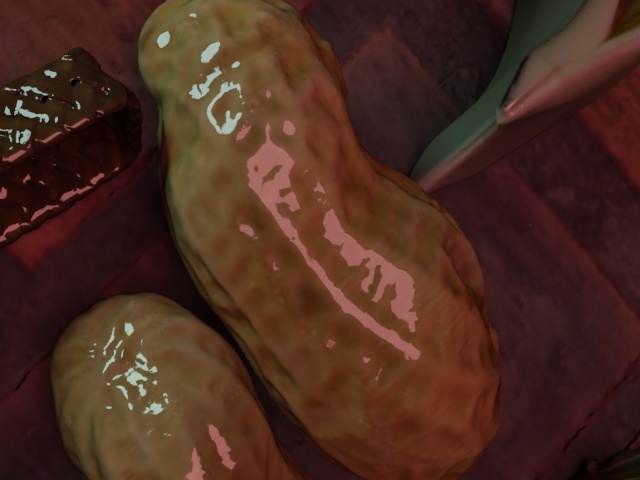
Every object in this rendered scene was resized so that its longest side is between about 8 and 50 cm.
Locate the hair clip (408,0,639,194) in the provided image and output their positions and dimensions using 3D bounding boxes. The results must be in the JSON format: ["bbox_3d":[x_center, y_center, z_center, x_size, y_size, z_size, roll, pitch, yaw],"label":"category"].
[{"bbox_3d":[0.164,-0.148,0.779,0.113,0.172,0.282,23,70,-9],"label":"hair clip"}]

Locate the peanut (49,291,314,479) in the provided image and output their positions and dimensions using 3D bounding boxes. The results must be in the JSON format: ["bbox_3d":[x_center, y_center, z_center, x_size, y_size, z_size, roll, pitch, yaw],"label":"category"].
[{"bbox_3d":[-0.050,0.150,0.709,0.111,0.125,0.274,-39,99,-7],"label":"peanut"}]

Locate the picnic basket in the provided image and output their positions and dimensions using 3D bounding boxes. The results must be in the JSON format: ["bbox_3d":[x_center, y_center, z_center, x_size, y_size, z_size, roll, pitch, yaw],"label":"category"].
[{"bbox_3d":[-0.189,-0.032,0.680,0.193,0.110,0.055,-31,78,-16],"label":"picnic basket"}]

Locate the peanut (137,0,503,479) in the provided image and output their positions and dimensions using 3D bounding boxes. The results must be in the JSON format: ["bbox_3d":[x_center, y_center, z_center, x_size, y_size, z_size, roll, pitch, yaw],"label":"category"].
[{"bbox_3d":[0.000,0.000,0.723,0.153,0.140,0.325,-27,97,-3],"label":"peanut"}]

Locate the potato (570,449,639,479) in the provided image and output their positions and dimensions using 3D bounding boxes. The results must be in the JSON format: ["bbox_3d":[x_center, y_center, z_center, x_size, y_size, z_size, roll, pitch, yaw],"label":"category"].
[{"bbox_3d":[0.301,0.324,0.732,0.442,0.319,0.385,-20,97,-20],"label":"potato"}]
